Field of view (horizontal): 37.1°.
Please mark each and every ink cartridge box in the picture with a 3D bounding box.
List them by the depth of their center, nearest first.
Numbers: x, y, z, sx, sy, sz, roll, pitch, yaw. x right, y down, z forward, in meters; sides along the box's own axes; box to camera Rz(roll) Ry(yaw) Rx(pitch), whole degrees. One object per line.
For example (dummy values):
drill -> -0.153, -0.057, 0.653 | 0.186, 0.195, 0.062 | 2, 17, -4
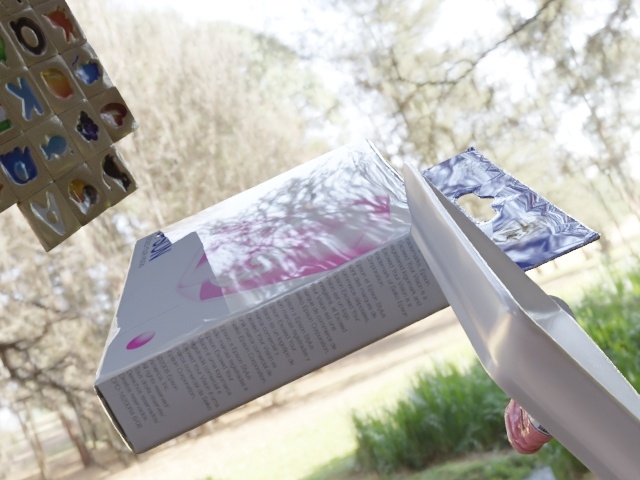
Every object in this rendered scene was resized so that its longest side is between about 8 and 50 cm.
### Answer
ink cartridge box -> 0.000, 0.000, 0.742 | 0.330, 0.071, 0.324 | -26, 16, 1

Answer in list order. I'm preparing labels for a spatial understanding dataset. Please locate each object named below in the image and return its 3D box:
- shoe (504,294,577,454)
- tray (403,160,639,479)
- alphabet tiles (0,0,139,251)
shoe -> 0.244, 0.150, 1.076 | 0.063, 0.178, 0.081 | 17, -38, -7
tray -> 0.098, 0.041, 0.451 | 0.030, 0.145, 0.270 | -46, 12, 9
alphabet tiles -> -0.321, -0.169, 0.982 | 0.011, 0.342, 0.285 | -21, 16, 30
